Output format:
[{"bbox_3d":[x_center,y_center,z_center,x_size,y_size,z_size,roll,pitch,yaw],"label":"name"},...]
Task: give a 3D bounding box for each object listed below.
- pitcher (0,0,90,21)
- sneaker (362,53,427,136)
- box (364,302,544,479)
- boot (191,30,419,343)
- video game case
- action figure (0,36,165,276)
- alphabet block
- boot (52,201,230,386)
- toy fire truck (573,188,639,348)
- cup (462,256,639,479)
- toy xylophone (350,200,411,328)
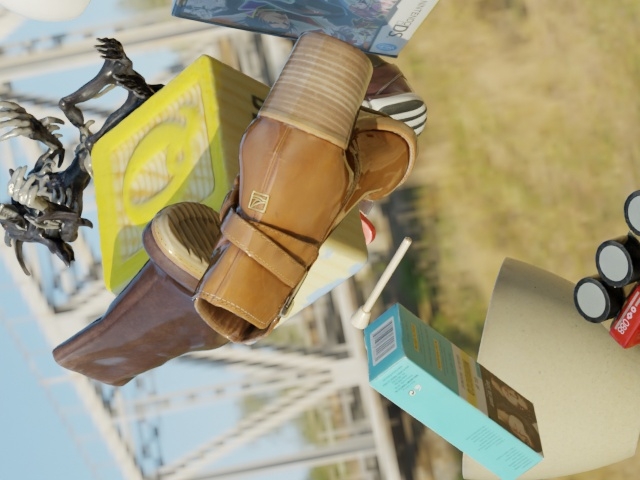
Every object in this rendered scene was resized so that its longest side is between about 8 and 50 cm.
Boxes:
[{"bbox_3d":[-0.363,-0.360,2.020,0.178,0.207,0.125,-39,40,42],"label":"pitcher"},{"bbox_3d":[-0.009,-0.187,2.255,0.106,0.281,0.162,96,162,-45],"label":"sneaker"},{"bbox_3d":[0.159,0.182,1.976,0.244,0.060,0.100,37,-152,-27],"label":"box"},{"bbox_3d":[-0.012,-0.016,1.304,0.283,0.109,0.220,71,-139,-77],"label":"boot"},{"bbox_3d":[-0.013,-0.278,1.840,0.248,0.275,0.035,134,144,-72],"label":"video game case"},{"bbox_3d":[-0.286,-0.087,1.779,0.141,0.275,0.164,18,-152,-45],"label":"action figure"},{"bbox_3d":[-0.094,-0.037,1.691,0.197,0.192,0.193,23,-138,-40],"label":"alphabet block"},{"bbox_3d":[-0.150,0.063,1.474,0.090,0.207,0.248,65,-167,21],"label":"boot"},{"bbox_3d":[0.423,0.075,1.897,0.246,0.158,0.217,49,134,28],"label":"toy fire truck"},{"bbox_3d":[0.354,0.208,2.421,0.331,0.237,0.331,11,-90,-79],"label":"cup"},{"bbox_3d":[0.000,0.000,2.426,0.236,0.081,0.322,38,133,20],"label":"toy xylophone"}]
